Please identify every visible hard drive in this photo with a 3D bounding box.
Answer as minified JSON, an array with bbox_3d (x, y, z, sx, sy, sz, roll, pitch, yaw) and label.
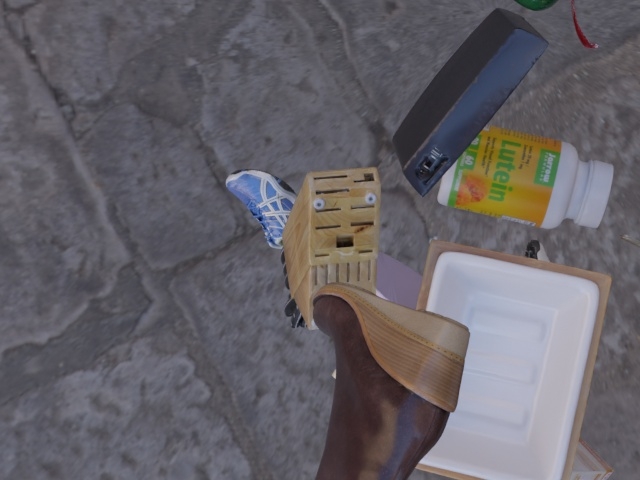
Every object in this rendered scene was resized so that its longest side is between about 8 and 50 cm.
[{"bbox_3d":[0.190,-0.192,1.422,0.054,0.172,0.254,33,109,-16],"label":"hard drive"}]

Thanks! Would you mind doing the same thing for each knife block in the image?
[{"bbox_3d":[0.000,0.000,1.387,0.088,0.242,0.275,-6,116,-13],"label":"knife block"}]

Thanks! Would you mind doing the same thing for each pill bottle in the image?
[{"bbox_3d":[0.313,-0.095,1.625,0.246,0.136,0.136,13,104,7],"label":"pill bottle"}]

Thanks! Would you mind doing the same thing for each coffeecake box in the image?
[{"bbox_3d":[0.335,0.319,1.596,0.142,0.185,0.068,46,109,35],"label":"coffeecake box"}]

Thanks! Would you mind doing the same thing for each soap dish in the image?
[{"bbox_3d":[0.225,0.162,1.351,0.229,0.118,0.290,12,90,11],"label":"soap dish"}]

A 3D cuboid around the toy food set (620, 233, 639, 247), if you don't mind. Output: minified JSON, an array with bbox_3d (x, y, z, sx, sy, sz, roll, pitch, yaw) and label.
[{"bbox_3d":[0.504,0.010,1.415,0.132,0.192,0.038,23,88,-30],"label":"toy food set"}]

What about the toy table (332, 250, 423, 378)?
[{"bbox_3d":[0.122,0.153,1.836,0.274,0.252,0.161,44,116,24],"label":"toy table"}]

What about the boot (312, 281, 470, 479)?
[{"bbox_3d":[0.025,0.151,0.974,0.090,0.248,0.206,28,82,-26],"label":"boot"}]

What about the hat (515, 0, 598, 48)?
[{"bbox_3d":[0.294,-0.302,1.333,0.173,0.208,0.183,-28,85,47],"label":"hat"}]

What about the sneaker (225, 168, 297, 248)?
[{"bbox_3d":[-0.070,-0.041,1.739,0.211,0.080,0.081,34,62,5],"label":"sneaker"}]

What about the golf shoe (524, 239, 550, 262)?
[{"bbox_3d":[0.428,0.089,1.925,0.094,0.077,0.198,-14,84,-4],"label":"golf shoe"}]
